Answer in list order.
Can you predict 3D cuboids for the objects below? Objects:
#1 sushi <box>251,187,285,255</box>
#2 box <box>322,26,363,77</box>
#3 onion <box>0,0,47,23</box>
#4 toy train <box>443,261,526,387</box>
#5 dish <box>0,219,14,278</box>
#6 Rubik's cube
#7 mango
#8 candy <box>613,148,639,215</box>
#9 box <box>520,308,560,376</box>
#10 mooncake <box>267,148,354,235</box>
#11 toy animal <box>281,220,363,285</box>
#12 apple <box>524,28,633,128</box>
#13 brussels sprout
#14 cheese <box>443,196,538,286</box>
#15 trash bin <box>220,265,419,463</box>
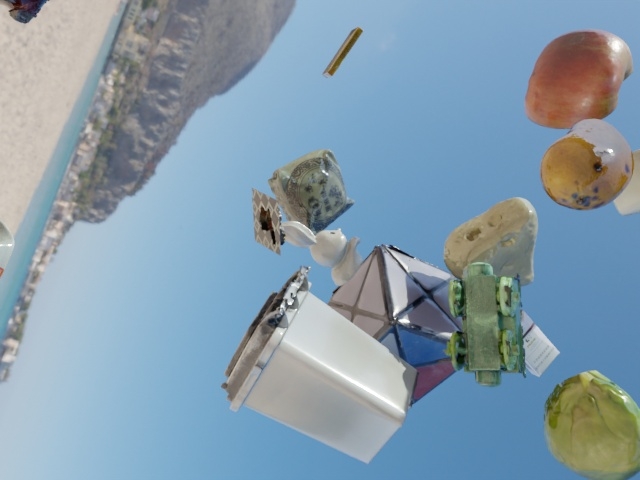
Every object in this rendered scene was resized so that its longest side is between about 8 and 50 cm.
[{"bbox_3d":[-0.103,-0.042,1.294,0.126,0.026,0.120,27,-57,54],"label":"sushi"},{"bbox_3d":[0.062,-0.533,1.766,0.156,0.022,0.089,-56,-167,2],"label":"box"},{"bbox_3d":[-0.565,-0.509,1.164,0.272,0.271,0.195,-139,-140,-66],"label":"onion"},{"bbox_3d":[0.374,0.189,1.387,0.159,0.188,0.272,-6,-104,26],"label":"toy train"},{"bbox_3d":[-0.675,0.050,1.152,0.064,0.153,0.234,71,24,-57],"label":"dish"},{"bbox_3d":[0.219,0.241,1.766,0.307,0.305,0.310,-51,-151,36],"label":"Rubik's cube"},{"bbox_3d":[0.382,-0.108,0.878,0.178,0.115,0.090,-35,159,-38],"label":"mango"},{"bbox_3d":[0.832,-0.176,1.375,0.358,0.208,0.145,-23,-92,62],"label":"candy"},{"bbox_3d":[0.509,0.251,1.524,0.084,0.154,0.040,-45,-169,-9],"label":"box"},{"bbox_3d":[-0.019,-0.162,2.064,0.250,0.255,0.136,-34,-164,-29],"label":"mooncake"},{"bbox_3d":[0.001,0.002,1.571,0.131,0.220,0.103,-52,-170,-9],"label":"toy animal"},{"bbox_3d":[0.656,-0.445,1.606,0.251,0.163,0.293,10,-125,40],"label":"apple"},{"bbox_3d":[0.553,0.376,1.241,0.223,0.161,0.223,21,-63,49],"label":"brussels sprout"},{"bbox_3d":[0.456,0.006,1.663,0.174,0.247,0.251,-108,-164,-47],"label":"cheese"},{"bbox_3d":[0.012,0.271,1.318,0.296,0.367,0.256,-60,178,31],"label":"trash bin"}]
